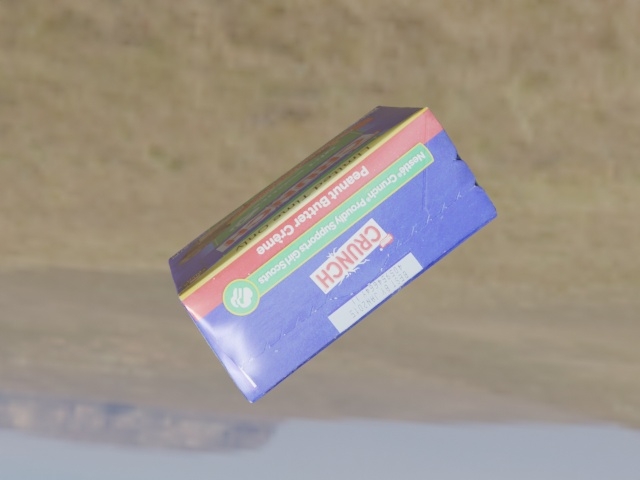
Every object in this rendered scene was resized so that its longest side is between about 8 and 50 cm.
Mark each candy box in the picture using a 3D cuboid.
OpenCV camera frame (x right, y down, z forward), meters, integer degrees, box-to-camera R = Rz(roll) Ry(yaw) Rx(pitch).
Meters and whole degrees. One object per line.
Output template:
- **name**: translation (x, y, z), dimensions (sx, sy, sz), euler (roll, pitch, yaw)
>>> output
- **candy box**: translation (0.000, 0.000, 1.740), dimensions (0.268, 0.122, 0.317), euler (-37, -172, -2)
